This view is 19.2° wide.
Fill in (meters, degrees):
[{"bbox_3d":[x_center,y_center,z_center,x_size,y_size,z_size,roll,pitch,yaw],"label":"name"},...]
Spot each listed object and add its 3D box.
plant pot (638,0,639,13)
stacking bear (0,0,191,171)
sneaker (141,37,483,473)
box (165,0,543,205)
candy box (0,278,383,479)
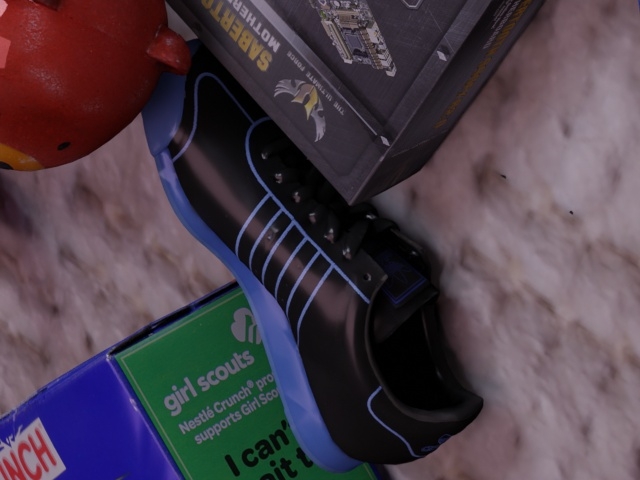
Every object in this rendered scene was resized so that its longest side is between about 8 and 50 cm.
[{"bbox_3d":[0.228,-0.114,0.514,0.212,0.236,0.236,1,112,37],"label":"plant pot"},{"bbox_3d":[-0.181,-0.107,0.929,0.289,0.175,0.164,14,76,50],"label":"stacking bear"},{"bbox_3d":[0.000,0.000,0.911,0.090,0.081,0.232,-21,100,39],"label":"sneaker"},{"bbox_3d":[-0.007,-0.157,0.841,0.231,0.056,0.183,48,138,14],"label":"box"},{"bbox_3d":[-0.062,0.212,1.048,0.268,0.122,0.317,-32,89,49],"label":"candy box"}]
